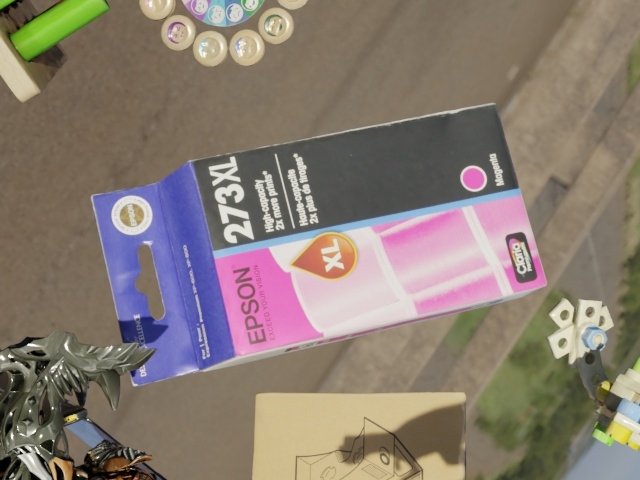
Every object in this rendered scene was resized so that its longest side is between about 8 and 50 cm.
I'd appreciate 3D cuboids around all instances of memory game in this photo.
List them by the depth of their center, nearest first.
[{"bbox_3d":[-0.099,-0.268,1.109,0.186,0.186,0.012,-60,175,13],"label":"memory game"}]

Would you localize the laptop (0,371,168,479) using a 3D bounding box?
[{"bbox_3d":[-0.469,0.352,1.726,0.408,0.382,0.236,-19,104,-33],"label":"laptop"}]

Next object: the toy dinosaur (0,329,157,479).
[{"bbox_3d":[-0.205,0.177,0.798,0.322,0.164,0.218,20,76,-43],"label":"toy dinosaur"}]

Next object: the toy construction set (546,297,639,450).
[{"bbox_3d":[0.412,0.210,1.483,0.151,0.215,0.328,-57,-160,13],"label":"toy construction set"}]

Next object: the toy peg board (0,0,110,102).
[{"bbox_3d":[-0.205,-0.193,0.742,0.079,0.161,0.160,-31,-162,4],"label":"toy peg board"}]

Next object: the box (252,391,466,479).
[{"bbox_3d":[0.035,0.223,1.022,0.021,0.201,0.164,52,38,-74],"label":"box"}]

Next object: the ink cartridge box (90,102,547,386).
[{"bbox_3d":[0.000,0.000,0.961,0.371,0.176,0.069,-12,170,-10],"label":"ink cartridge box"}]
